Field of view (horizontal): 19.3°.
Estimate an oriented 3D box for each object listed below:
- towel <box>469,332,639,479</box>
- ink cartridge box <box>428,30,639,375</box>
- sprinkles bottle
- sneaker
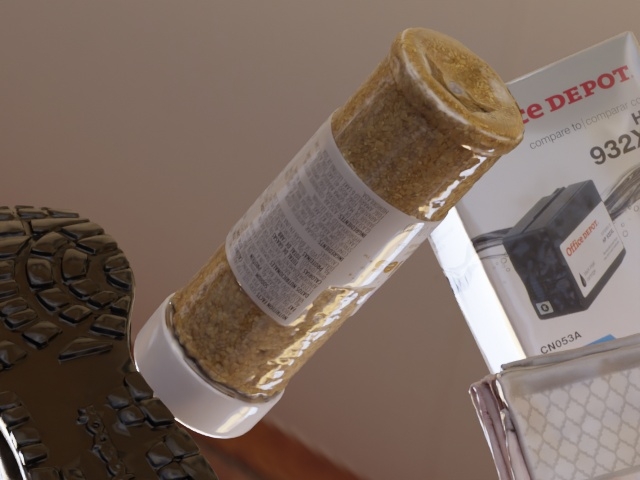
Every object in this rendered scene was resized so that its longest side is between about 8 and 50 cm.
[{"bbox_3d":[0.306,0.206,1.364,0.053,0.332,0.317,123,-48,-63],"label":"towel"},{"bbox_3d":[0.231,0.002,1.668,0.307,0.223,0.129,65,-12,7],"label":"ink cartridge box"},{"bbox_3d":[0.000,0.000,1.431,0.121,0.121,0.355,44,-62,3],"label":"sprinkles bottle"},{"bbox_3d":[-0.135,0.101,0.941,0.283,0.107,0.124,-118,-151,-46],"label":"sneaker"}]
